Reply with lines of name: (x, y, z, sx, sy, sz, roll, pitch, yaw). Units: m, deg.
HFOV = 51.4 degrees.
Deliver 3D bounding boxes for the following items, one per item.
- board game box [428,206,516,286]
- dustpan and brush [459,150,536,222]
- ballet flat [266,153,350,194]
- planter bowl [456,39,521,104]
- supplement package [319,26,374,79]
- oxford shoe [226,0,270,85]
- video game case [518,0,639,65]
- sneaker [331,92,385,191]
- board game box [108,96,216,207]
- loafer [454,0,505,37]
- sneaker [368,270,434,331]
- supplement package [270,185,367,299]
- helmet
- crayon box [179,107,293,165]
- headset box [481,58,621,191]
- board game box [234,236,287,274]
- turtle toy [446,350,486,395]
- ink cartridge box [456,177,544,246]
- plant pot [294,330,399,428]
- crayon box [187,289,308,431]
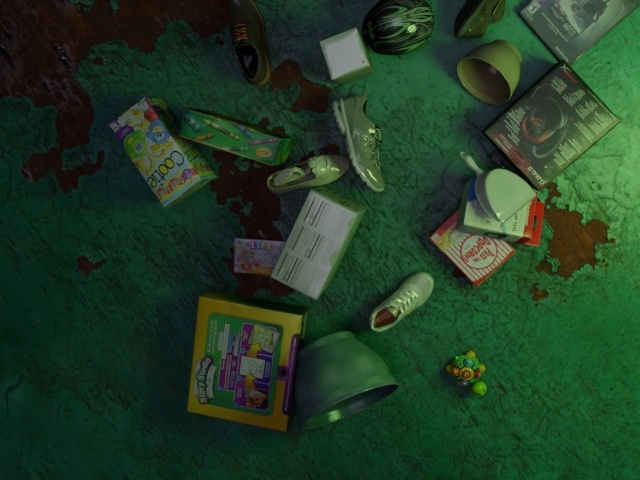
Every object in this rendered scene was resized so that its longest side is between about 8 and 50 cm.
board game box: (0.419, 0.008, 1.844, 0.193, 0.045, 0.147, 45, 102, 1)
dustpan and brush: (0.439, -0.156, 1.722, 0.147, 0.060, 0.211, -36, 88, -23)
ballet flat: (-0.039, -0.190, 1.863, 0.248, 0.086, 0.086, -19, 95, 12)
planter bowl: (0.451, -0.449, 1.722, 0.162, 0.162, 0.109, 38, 76, 2)
supplement package: (0.073, -0.483, 1.755, 0.105, 0.179, 0.105, -17, 96, 11)
oxford shoe: (-0.203, -0.565, 1.828, 0.096, 0.098, 0.271, -16, 96, 12)
video game case: (0.682, -0.611, 1.713, 0.274, 0.026, 0.196, -41, 91, 14)
sneaker: (0.127, -0.269, 1.818, 0.115, 0.105, 0.281, -21, 95, 12)
board game box: (-0.447, -0.253, 1.897, 0.142, 0.144, 0.275, -33, 93, 12)
loafer: (0.428, -0.603, 1.676, 0.087, 0.251, 0.094, 11, 67, -14)
sneaker: (0.231, 0.180, 1.880, 0.228, 0.092, 0.087, -44, 88, 12)
supplement package: (0.000, 0.000, 1.832, 0.145, 0.204, 0.262, 27, 102, 6)
helmet: (0.208, -0.563, 1.727, 0.161, 0.169, 0.170, -4, 101, 51)
crayon box: (-0.229, -0.287, 1.844, 0.278, 0.165, 0.081, 18, 102, 6)
headset box: (0.583, -0.287, 1.737, 0.293, 0.110, 0.218, -44, 90, 13)
board game box: (-0.177, 0.047, 1.960, 0.154, 0.026, 0.104, 4, 99, 9)
turtle toy: (0.424, 0.383, 1.894, 0.095, 0.066, 0.130, -38, 91, 13)
ink cartridge box: (0.491, -0.073, 1.769, 0.231, 0.078, 0.134, 11, 77, -1)
plant pot: (0.048, 0.377, 1.868, 0.293, 0.293, 0.196, -29, 66, 13)
crayon box: (-0.218, 0.354, 1.977, 0.313, 0.106, 0.363, 10, 100, 9)
